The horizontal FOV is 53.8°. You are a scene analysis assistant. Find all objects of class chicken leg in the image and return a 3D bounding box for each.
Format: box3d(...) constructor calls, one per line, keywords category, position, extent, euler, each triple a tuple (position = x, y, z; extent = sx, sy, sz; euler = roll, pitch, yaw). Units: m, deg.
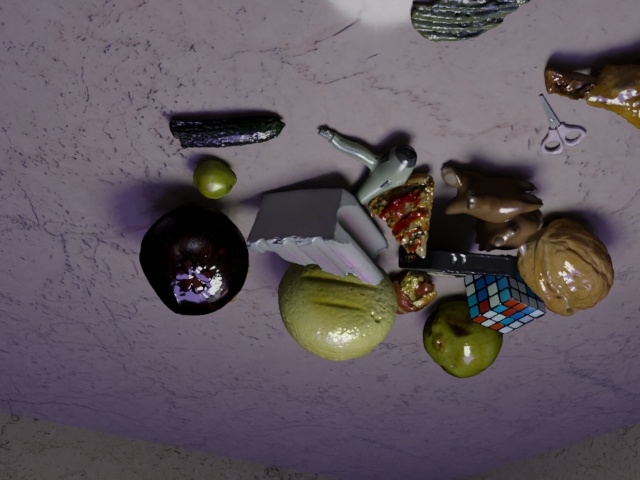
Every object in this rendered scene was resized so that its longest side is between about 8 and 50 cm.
box3d(category="chicken leg", position=(0.642, -0.320, 1.189), extent=(0.409, 0.182, 0.295), euler=(11, 136, 10))

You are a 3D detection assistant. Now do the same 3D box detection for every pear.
box3d(category="pear", position=(-0.241, -0.138, 1.442), extent=(0.096, 0.092, 0.092), euler=(-5, 144, 7))

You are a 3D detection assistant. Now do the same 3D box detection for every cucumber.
box3d(category="cucumber", position=(-0.196, -0.229, 1.334), extent=(0.245, 0.067, 0.067), euler=(-2, 144, 4))

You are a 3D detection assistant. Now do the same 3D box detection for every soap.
box3d(category="soap", position=(0.000, 0.000, 1.571), extent=(0.257, 0.159, 0.302), euler=(-4, 153, 24))

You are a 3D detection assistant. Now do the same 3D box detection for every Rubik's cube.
box3d(category="Rubik's cube", position=(0.528, 0.158, 1.816), extent=(0.155, 0.151, 0.154), euler=(24, 138, -29))

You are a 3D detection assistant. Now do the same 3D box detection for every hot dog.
box3d(category="hot dog", position=(0.244, 0.165, 1.857), extent=(0.146, 0.103, 0.213), euler=(24, 138, -31))

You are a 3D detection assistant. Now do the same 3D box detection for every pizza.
box3d(category="pizza", position=(0.203, -0.051, 1.481), extent=(0.188, 0.199, 0.062), euler=(-29, 162, 35))

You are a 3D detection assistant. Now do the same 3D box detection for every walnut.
box3d(category="walnut", position=(0.631, 0.066, 1.638), extent=(0.257, 0.257, 0.224), euler=(27, 167, -33))

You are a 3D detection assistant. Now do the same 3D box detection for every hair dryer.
box3d(category="hair dryer", position=(0.092, -0.158, 1.447), extent=(0.224, 0.088, 0.219), euler=(14, 147, 1))

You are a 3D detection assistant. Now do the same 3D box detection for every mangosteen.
box3d(category="mangosteen", position=(-0.311, 0.044, 1.534), extent=(0.287, 0.233, 0.288), euler=(38, 153, 24))

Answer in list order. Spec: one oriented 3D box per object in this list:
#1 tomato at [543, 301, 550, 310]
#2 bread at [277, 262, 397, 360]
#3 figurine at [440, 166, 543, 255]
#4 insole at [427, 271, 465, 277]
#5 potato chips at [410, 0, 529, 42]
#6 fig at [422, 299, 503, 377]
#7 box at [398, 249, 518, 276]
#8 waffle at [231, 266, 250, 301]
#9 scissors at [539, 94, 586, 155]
box3d(category="tomato", position=(0.747, 0.169, 1.895), extent=(0.166, 0.082, 0.174), euler=(-4, 142, 2))
box3d(category="bread", position=(0.043, 0.166, 1.673), extent=(0.320, 0.321, 0.237), euler=(4, 158, -7))
box3d(category="figurine", position=(0.403, -0.058, 1.493), extent=(0.247, 0.177, 0.173), euler=(2, 127, -24))
box3d(category="insole", position=(0.348, 0.096, 1.730), extent=(0.081, 0.011, 0.248), euler=(5, 178, 25))
box3d(category="potato chips", position=(0.267, -0.403, 1.141), extent=(0.207, 0.028, 0.092), euler=(-3, 145, 5))
box3d(category="fig", position=(0.455, 0.297, 1.942), extent=(0.271, 0.240, 0.239), euler=(-7, 151, -33))
box3d(category="box", position=(0.335, 0.056, 1.598), extent=(0.211, 0.058, 0.350), euler=(6, 178, -8))
box3d(category="waffle", position=(-0.319, 0.085, 1.771), extent=(0.229, 0.057, 0.219), euler=(14, 141, -19))
box3d(category="scissors", position=(0.507, -0.253, 1.367), extent=(0.100, 0.015, 0.189), euler=(-23, 136, 25))
